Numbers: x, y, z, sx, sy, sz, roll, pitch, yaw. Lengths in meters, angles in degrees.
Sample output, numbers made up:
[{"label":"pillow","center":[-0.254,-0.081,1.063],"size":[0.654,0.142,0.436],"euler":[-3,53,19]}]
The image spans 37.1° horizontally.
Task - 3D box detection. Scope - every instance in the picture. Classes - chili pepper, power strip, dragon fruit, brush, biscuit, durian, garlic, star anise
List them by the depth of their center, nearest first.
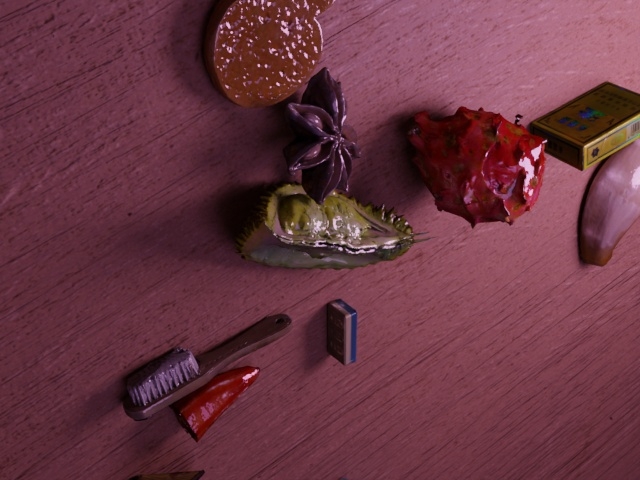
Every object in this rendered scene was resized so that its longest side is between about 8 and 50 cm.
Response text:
[{"label":"biscuit","center":[-0.068,-0.334,1.405],"size":[0.202,0.044,0.288],"euler":[5,110,-40]},{"label":"star anise","center":[-0.002,-0.155,1.510],"size":[0.197,0.073,0.212],"euler":[-50,135,-44]},{"label":"durian","center":[0.000,0.000,1.567],"size":[0.352,0.169,0.158],"euler":[5,112,-40]},{"label":"brush","center":[-0.190,0.194,1.614],"size":[0.327,0.070,0.065],"euler":[-27,119,-25]},{"label":"chili pepper","center":[-0.173,0.272,1.673],"size":[0.169,0.065,0.088],"euler":[-36,133,-21]},{"label":"dragon fruit","center":[0.266,-0.135,1.681],"size":[0.268,0.210,0.205],"euler":[26,74,-7]},{"label":"power strip","center":[0.040,0.174,1.781],"size":[0.032,0.056,0.123],"euler":[-21,127,-29]},{"label":"garlic","center":[0.650,-0.076,2.095],"size":[0.143,0.112,0.318],"euler":[-11,132,-36]}]

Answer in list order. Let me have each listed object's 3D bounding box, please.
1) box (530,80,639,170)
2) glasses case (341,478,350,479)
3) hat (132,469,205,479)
[{"label":"box","center":[0.541,-0.228,1.878],"size":[0.220,0.141,0.064],"euler":[-28,130,-24]},{"label":"glasses case","center":[0.005,0.652,2.036],"size":[0.117,0.070,0.301],"euler":[29,94,-50]},{"label":"hat","center":[-0.298,0.443,1.666],"size":[0.193,0.082,0.193],"euler":[-43,173,-6]}]
